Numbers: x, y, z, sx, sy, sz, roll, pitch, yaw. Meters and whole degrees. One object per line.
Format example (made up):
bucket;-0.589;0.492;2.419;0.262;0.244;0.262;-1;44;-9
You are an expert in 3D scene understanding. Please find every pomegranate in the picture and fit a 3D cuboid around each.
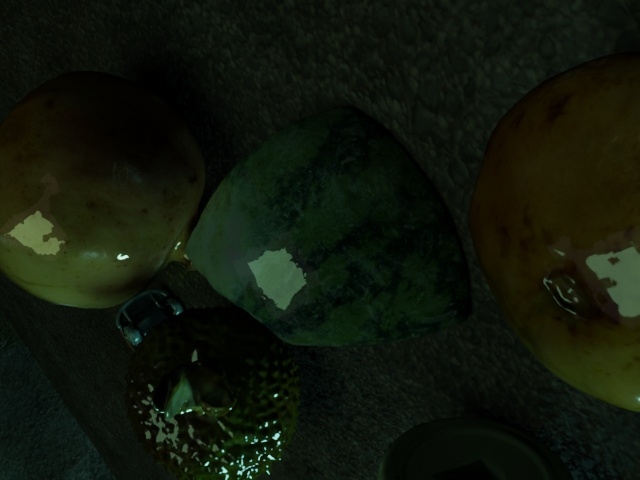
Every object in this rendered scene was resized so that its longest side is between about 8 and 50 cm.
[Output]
pomegranate;-0.291;-0.057;1.031;0.338;0.338;0.338;32;139;33
pomegranate;0.219;-0.005;0.494;0.248;0.248;0.248;32;139;33

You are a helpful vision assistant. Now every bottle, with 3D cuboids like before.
bottle;0.177;0.397;0.859;0.229;0.229;0.352;21;125;41

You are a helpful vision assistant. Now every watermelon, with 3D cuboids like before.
watermelon;0.000;0.000;0.810;0.176;0.260;0.256;150;104;-70

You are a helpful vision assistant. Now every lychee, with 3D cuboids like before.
lychee;-0.155;0.224;1.109;0.270;0.270;0.320;43;141;20

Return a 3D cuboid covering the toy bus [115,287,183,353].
toy bus;-0.263;0.218;1.377;0.265;0.121;0.120;49;155;12
